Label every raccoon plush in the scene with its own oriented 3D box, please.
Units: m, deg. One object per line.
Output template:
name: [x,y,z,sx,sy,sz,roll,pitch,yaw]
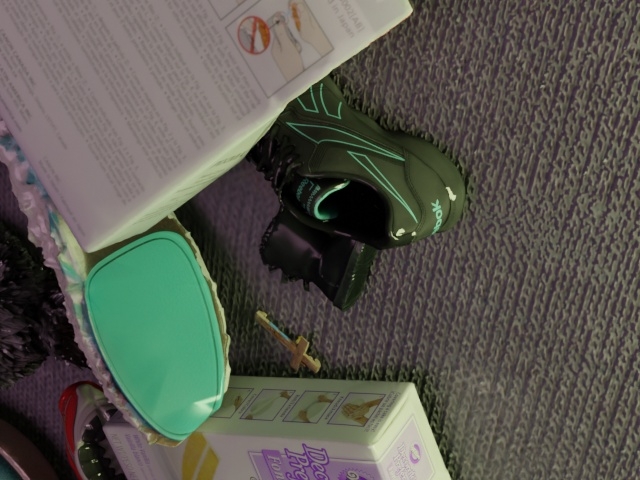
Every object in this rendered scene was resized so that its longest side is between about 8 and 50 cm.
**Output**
raccoon plush: [-0.404,0.102,1.471,0.446,0.299,0.216,-4,113,36]

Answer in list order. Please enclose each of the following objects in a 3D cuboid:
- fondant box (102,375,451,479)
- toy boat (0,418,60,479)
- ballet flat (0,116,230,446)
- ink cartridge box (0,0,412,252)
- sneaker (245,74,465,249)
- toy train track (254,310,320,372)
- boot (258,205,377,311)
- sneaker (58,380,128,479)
fondant box: [-0.028,0.256,1.424,0.330,0.096,0.238,-3,121,35]
toy boat: [-0.425,0.347,1.733,0.267,0.148,0.318,17,124,26]
ballet flat: [-0.205,-0.002,1.387,0.147,0.147,0.409,-20,94,41]
ink cartridge box: [-0.130,-0.212,1.175,0.385,0.091,0.308,-33,87,31]
sneaker: [-0.008,-0.078,1.221,0.267,0.106,0.101,29,130,20]
toy train track: [-0.030,0.096,1.401,0.083,0.014,0.048,40,139,16]
boot: [0.000,0.000,1.303,0.099,0.045,0.121,34,132,17]
sneaker: [-0.216,0.265,1.589,0.118,0.107,0.279,38,146,50]
